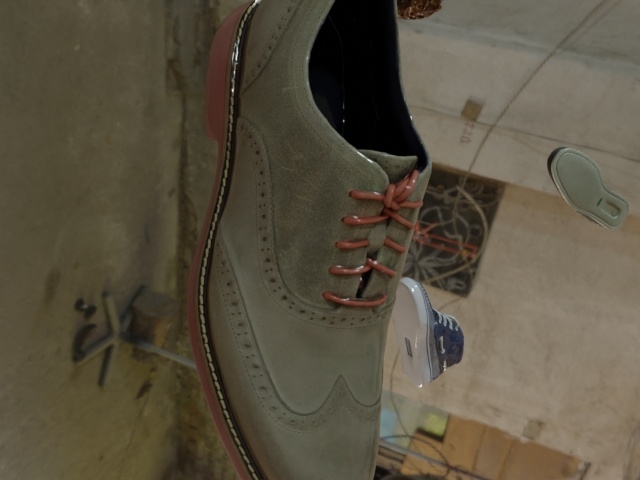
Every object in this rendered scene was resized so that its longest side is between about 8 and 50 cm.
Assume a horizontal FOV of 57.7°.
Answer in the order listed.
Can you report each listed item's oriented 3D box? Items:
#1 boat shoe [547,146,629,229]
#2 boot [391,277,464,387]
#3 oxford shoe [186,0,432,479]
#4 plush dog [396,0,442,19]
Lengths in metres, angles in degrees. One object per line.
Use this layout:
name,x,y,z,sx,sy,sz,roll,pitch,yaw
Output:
boat shoe,0.468,-0.095,1.051,0.233,0.079,0.084,31,98,-34
boot,0.154,0.117,0.821,0.086,0.069,0.190,-26,128,-20
oxford shoe,0.000,0.000,0.347,0.122,0.130,0.349,-2,84,-39
plush dog,0.120,-0.455,0.851,0.225,0.262,0.211,-49,-174,13
